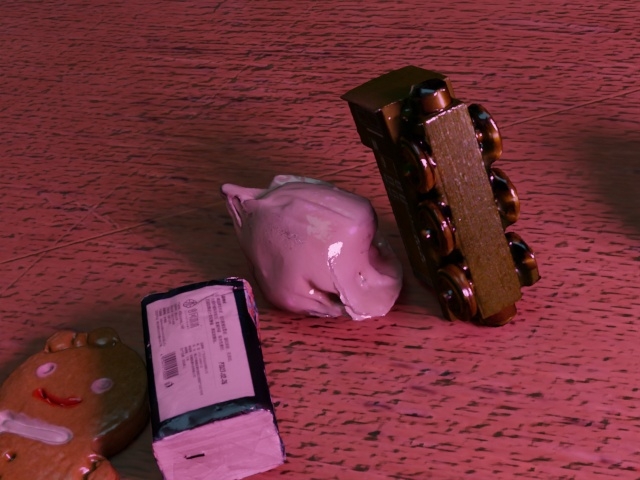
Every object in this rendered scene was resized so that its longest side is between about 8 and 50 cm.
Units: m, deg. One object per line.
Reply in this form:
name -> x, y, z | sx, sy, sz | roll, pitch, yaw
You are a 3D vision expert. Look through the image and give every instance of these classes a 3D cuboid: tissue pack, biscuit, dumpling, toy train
tissue pack -> -0.092, 0.115, 1.113 | 0.103, 0.090, 0.170 | -15, 41, 1
biscuit -> -0.234, 0.165, 1.143 | 0.184, 0.035, 0.249 | 13, 47, 30
dumpling -> 0.000, 0.000, 1.208 | 0.199, 0.118, 0.136 | 41, 45, 22
toy train -> 0.103, -0.035, 1.139 | 0.090, 0.225, 0.137 | -26, 24, -15
